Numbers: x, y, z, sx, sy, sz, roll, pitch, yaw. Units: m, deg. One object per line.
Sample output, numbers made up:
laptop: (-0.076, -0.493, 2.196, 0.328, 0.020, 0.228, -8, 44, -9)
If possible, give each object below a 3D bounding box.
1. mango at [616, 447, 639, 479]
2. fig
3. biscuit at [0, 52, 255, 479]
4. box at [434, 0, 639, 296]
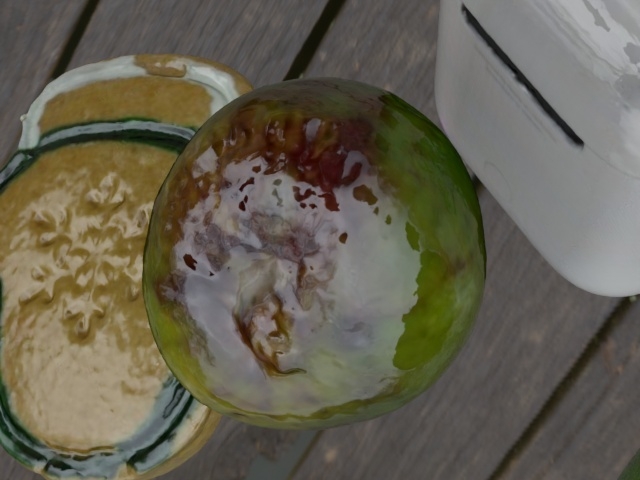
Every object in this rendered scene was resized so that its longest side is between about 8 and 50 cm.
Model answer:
mango: (0.231, 0.136, 0.529, 0.201, 0.225, 0.382, 17, 105, -10)
fig: (0.000, 0.000, 0.655, 0.181, 0.191, 0.181, 14, 131, 17)
biscuit: (-0.180, 0.014, 0.936, 0.287, 0.057, 0.343, 0, 71, 19)
box: (0.204, -0.119, 0.977, 0.141, 0.349, 0.288, -30, 67, -12)
